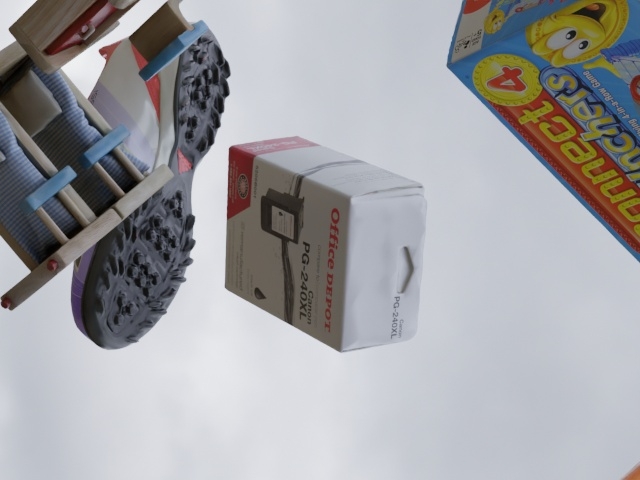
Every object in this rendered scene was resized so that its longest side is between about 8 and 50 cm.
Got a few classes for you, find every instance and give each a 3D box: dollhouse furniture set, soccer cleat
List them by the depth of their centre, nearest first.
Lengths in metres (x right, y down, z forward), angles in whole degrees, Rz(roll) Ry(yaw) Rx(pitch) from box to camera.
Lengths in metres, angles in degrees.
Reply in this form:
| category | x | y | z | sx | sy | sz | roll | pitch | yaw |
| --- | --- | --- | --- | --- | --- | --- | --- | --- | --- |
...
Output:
| category | x | y | z | sx | sy | sz | roll | pitch | yaw |
| --- | --- | --- | --- | --- | --- | --- | --- | --- | --- |
| dollhouse furniture set | -0.143 | -0.073 | 1.030 | 0.129 | 0.129 | 0.184 | 50 | -50 | -6 |
| soccer cleat | -0.167 | -0.047 | 1.481 | 0.116 | 0.108 | 0.318 | -3 | -123 | 26 |

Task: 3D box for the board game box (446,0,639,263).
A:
| category | x | y | z | sx | sy | sz | roll | pitch | yaw |
| --- | --- | --- | --- | --- | --- | --- | --- | --- | --- |
| board game box | 0.317 | -0.132 | 1.440 | 0.302 | 0.308 | 0.086 | -24 | -144 | 39 |

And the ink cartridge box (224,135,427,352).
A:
| category | x | y | z | sx | sy | sz | roll | pitch | yaw |
| --- | --- | --- | --- | --- | --- | --- | --- | --- | --- |
| ink cartridge box | 0.000 | 0.000 | 1.180 | 0.150 | 0.063 | 0.109 | 25 | -63 | 52 |

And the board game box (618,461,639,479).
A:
| category | x | y | z | sx | sy | sz | roll | pitch | yaw |
| --- | --- | --- | --- | --- | --- | --- | --- | --- | --- |
| board game box | 0.152 | 0.287 | 0.491 | 0.356 | 0.356 | 0.356 | 41 | -40 | 21 |
